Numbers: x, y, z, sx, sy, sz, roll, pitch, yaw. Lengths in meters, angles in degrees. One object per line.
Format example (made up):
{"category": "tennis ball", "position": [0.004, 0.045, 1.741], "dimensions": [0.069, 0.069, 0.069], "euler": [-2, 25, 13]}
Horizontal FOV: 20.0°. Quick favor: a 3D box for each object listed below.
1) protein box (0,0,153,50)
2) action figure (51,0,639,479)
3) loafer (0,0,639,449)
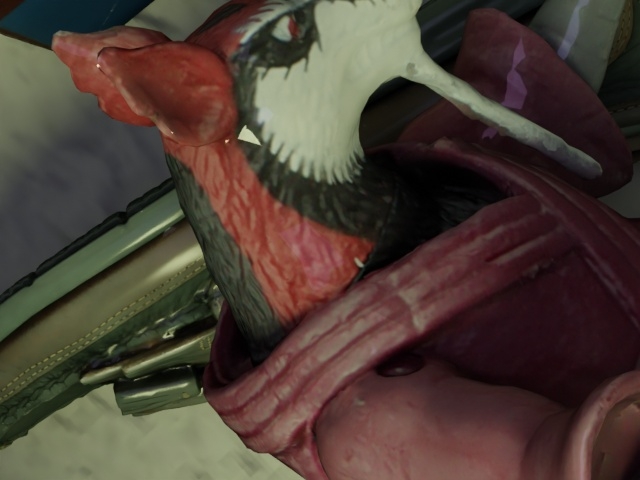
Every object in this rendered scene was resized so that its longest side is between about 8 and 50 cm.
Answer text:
{"category": "protein box", "position": [-0.078, -0.201, 0.561], "dimensions": [0.200, 0.136, 0.201], "euler": [-38, 83, 8]}
{"category": "action figure", "position": [0.085, 0.050, 0.483], "dimensions": [0.370, 0.248, 0.276], "euler": [29, 120, -12]}
{"category": "loafer", "position": [0.000, 0.000, 0.568], "dimensions": [0.267, 0.096, 0.084], "euler": [-34, 89, 6]}
